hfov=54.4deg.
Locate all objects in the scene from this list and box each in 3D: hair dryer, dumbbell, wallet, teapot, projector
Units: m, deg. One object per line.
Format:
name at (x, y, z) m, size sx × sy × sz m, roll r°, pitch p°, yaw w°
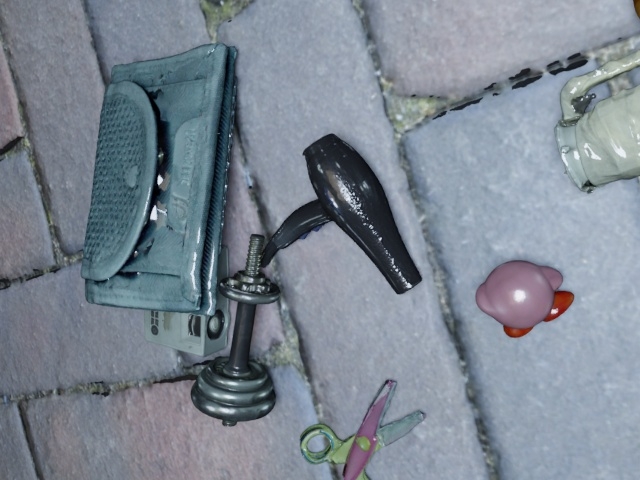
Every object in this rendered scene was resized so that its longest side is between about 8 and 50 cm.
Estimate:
hair dryer at (0.000, 0.000, 0.745) m, size 0.219 × 0.075 × 0.195 m, roll -31°, pitch 89°, yaw 42°
dumbbell at (-0.098, 0.116, 0.788) m, size 0.110 × 0.110 × 0.254 m, roll 15°, pitch 102°, yaw 30°
wallet at (-0.222, -0.079, 0.812) m, size 0.237 × 0.075 × 0.341 m, roll 1°, pitch 84°, yaw 35°
teapot at (0.298, -0.120, 0.519) m, size 0.201 × 0.077 × 0.107 m, roll -22°, pitch 81°, yaw 33°
projector at (-0.183, 0.074, 0.859) m, size 0.115 × 0.061 × 0.147 m, roll 9°, pitch 102°, yaw 32°

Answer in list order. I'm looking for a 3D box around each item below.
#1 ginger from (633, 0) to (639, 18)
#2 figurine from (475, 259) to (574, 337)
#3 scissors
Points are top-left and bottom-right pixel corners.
ginger at (0.294, -0.240, 0.492) m, size 0.074 × 0.103 × 0.161 m, roll -6°, pitch 101°, yaw 10°
figurine at (0.199, 0.053, 0.613) m, size 0.083 × 0.067 × 0.071 m, roll -37°, pitch 98°, yaw 15°
scissors at (0.054, 0.248, 0.761) m, size 0.133 × 0.020 × 0.187 m, roll 47°, pitch 120°, yaw 22°
